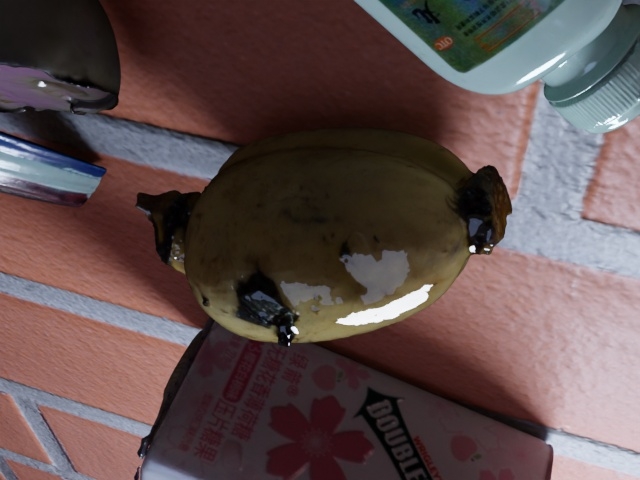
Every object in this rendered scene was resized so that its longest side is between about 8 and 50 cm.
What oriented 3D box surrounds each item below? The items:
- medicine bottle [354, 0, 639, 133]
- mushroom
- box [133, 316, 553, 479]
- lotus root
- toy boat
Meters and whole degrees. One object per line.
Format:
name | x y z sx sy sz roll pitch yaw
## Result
medicine bottle | 0.079 -0.146 0.403 0.229 0.083 0.121 37 138 -17
mushroom | -0.223 -0.143 0.545 0.188 0.141 0.117 7 98 8
box | 0.021 0.211 0.773 0.370 0.190 0.112 22 142 1
lotus root | 0.000 0.000 0.561 0.257 0.154 0.140 -4 129 27
toy boat | -0.264 -0.066 0.620 0.080 0.046 0.229 3 174 30
